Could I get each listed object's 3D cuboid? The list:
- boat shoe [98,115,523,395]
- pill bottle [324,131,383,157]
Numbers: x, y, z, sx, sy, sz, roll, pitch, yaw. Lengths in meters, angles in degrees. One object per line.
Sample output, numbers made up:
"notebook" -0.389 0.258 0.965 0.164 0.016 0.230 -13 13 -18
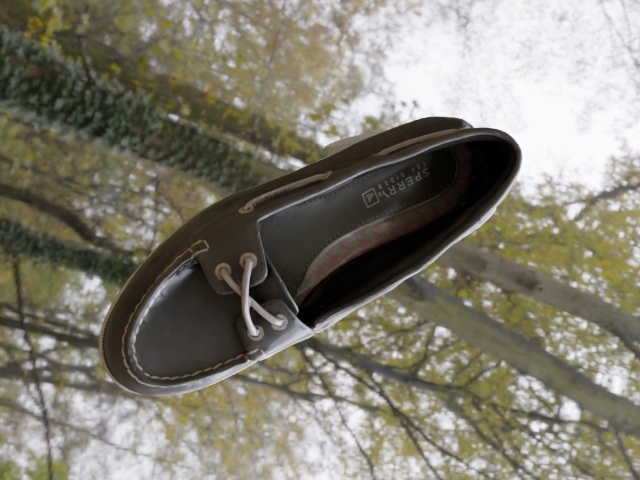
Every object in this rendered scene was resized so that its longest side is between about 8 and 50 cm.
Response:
"boat shoe" 0.000 0.000 0.664 0.112 0.335 0.095 63 -22 -11
"pill bottle" 0.052 -0.042 0.999 0.078 0.078 0.137 6 -65 59
